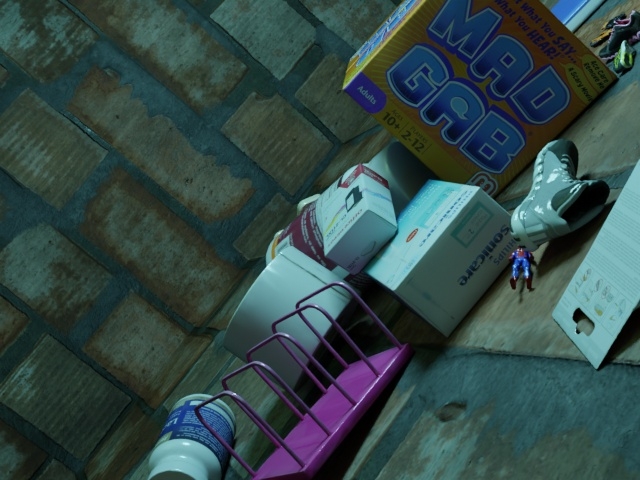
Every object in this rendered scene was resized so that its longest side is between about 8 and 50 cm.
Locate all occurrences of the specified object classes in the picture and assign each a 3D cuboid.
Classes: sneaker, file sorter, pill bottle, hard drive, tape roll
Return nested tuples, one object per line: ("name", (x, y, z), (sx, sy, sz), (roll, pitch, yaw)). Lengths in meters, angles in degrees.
("sneaker", (0.563, -0.388, 1.694), (0.119, 0.057, 0.047), (-39, 16, 48))
("file sorter", (-0.034, 0.231, 1.481), (0.291, 0.182, 0.202), (-45, 6, -33))
("pill bottle", (0.081, -0.020, 1.900), (0.392, 0.224, 0.224), (-41, 13, 36))
("hard drive", (0.573, -0.522, 2.164), (0.319, 0.040, 0.210), (-46, 11, 16))
("sneaker", (0.546, -0.333, 1.634), (0.035, 0.031, 0.083), (-40, 14, 42))
("tape roll", (-0.055, 0.156, 1.770), (0.246, 0.169, 0.246), (-54, -11, -16))
("pill bottle", (-0.269, 0.446, 1.866), (0.153, 0.153, 0.265), (-45, 11, 19))
("sneaker", (0.378, -0.078, 1.337), (0.132, 0.086, 0.229), (-19, 32, 48))

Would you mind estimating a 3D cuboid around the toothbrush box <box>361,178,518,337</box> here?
("toothbrush box", (0.200, 0.020, 1.544), (0.216, 0.126, 0.295), (-50, 12, 0))

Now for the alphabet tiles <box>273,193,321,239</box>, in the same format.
("alphabet tiles", (0.000, 0.000, 2.153), (0.278, 0.021, 0.284), (-23, -43, -28))

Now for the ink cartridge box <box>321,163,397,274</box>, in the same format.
("ink cartridge box", (0.068, -0.041, 1.660), (0.127, 0.072, 0.175), (-48, 22, 23))

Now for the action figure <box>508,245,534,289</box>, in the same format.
("action figure", (0.299, 0.033, 1.341), (0.038, 0.030, 0.115), (-7, 24, 15))

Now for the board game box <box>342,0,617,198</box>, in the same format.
("board game box", (0.297, -0.343, 1.795), (0.356, 0.356, 0.356), (-46, 11, 18))

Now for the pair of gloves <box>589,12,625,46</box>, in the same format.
("pair of gloves", (0.593, -0.434, 1.862), (0.083, 0.010, 0.074), (-49, 9, -17))

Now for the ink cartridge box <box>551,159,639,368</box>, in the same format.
("ink cartridge box", (0.376, 0.027, 1.069), (0.189, 0.066, 0.232), (-96, 27, -75))
